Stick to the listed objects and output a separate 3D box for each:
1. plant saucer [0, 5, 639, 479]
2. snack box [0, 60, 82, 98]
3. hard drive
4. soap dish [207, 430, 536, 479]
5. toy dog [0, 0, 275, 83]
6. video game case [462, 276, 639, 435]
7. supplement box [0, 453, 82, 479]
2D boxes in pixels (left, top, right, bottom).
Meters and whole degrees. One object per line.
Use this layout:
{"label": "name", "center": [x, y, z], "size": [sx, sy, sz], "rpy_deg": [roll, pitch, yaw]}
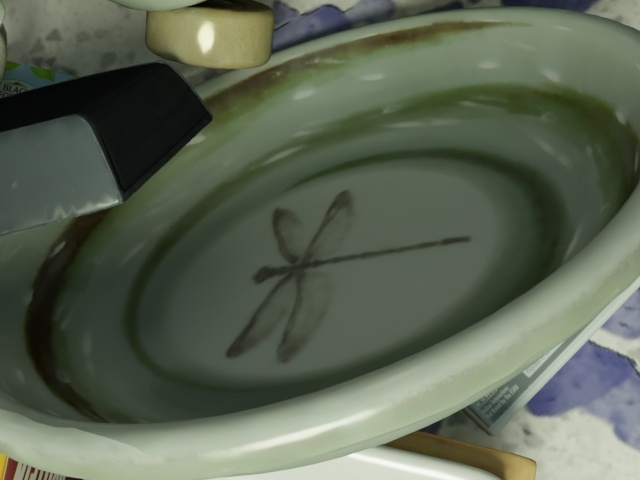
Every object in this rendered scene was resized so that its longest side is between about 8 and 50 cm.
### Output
{"label": "plant saucer", "center": [0.000, 0.000, 0.510], "size": [0.401, 0.400, 0.100], "rpy_deg": [-21, 119, 2]}
{"label": "snack box", "center": [-0.222, -0.053, 0.658], "size": [0.100, 0.037, 0.141], "rpy_deg": [14, 80, 7]}
{"label": "hard drive", "center": [-0.203, -0.039, 0.532], "size": [0.255, 0.172, 0.054], "rpy_deg": [-12, 109, 16]}
{"label": "soap dish", "center": [-0.017, 0.243, 0.543], "size": [0.229, 0.118, 0.290], "rpy_deg": [11, 82, 8]}
{"label": "toy dog", "center": [-0.159, -0.186, 0.542], "size": [0.334, 0.161, 0.220], "rpy_deg": [-11, 107, 2]}
{"label": "video game case", "center": [0.116, 0.000, 0.620], "size": [0.190, 0.022, 0.173], "rpy_deg": [-45, 78, -3]}
{"label": "supplement box", "center": [-0.261, 0.144, 0.581], "size": [0.194, 0.129, 0.191], "rpy_deg": [9, 81, 8]}
